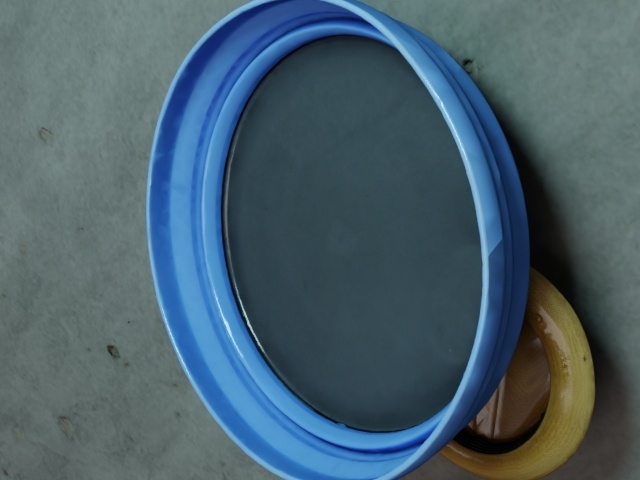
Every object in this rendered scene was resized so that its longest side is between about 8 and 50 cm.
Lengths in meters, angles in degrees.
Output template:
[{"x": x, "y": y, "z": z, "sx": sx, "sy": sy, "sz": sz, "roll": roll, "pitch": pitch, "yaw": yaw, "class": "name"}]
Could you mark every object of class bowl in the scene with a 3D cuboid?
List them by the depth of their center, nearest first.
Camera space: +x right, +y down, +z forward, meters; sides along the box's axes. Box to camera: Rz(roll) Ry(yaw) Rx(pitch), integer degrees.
[{"x": 0.000, "y": 0.000, "z": 0.840, "sx": 0.391, "sy": 0.077, "sz": 0.391, "roll": 10, "pitch": 105, "yaw": 45, "class": "bowl"}]

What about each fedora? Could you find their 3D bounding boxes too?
[{"x": 0.144, "y": 0.095, "z": 0.838, "sx": 0.194, "sy": 0.079, "sz": 0.194, "roll": 12, "pitch": 111, "yaw": 33, "class": "fedora"}]
